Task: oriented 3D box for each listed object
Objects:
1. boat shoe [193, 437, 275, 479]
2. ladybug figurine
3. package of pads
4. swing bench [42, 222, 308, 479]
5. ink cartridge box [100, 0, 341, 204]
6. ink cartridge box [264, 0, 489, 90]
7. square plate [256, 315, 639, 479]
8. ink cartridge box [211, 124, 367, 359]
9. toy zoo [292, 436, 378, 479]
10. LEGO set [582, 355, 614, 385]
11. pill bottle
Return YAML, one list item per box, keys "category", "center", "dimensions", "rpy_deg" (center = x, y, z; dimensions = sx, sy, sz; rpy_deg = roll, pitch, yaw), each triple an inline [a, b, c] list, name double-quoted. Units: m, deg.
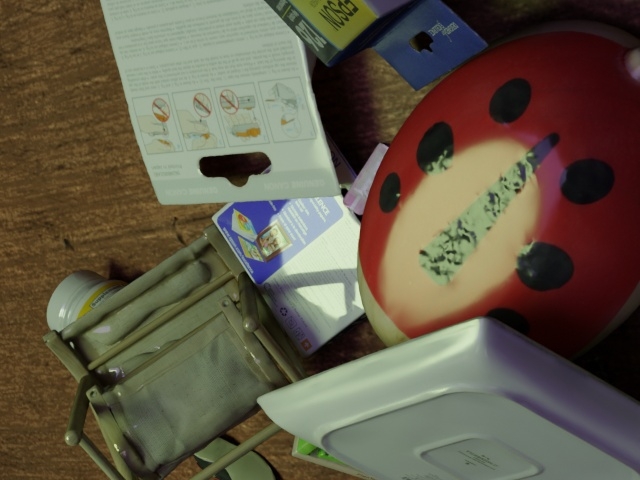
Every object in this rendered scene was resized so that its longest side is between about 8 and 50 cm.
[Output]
- category: "boat shoe"
  center: [-0.111, 0.295, 2.053]
  dimensions: [0.133, 0.049, 0.042]
  rpy_deg: [25, 150, 26]
- category: "ladybug figurine"
  center: [0.180, -0.025, 1.555]
  dimensions: [0.305, 0.162, 0.449]
  rpy_deg: [47, 128, 16]
- category: "package of pads"
  center: [0.060, -0.066, 1.719]
  dimensions: [0.032, 0.050, 0.083]
  rpy_deg: [34, 99, 14]
- category: "swing bench"
  center: [-0.165, 0.152, 1.853]
  dimensions: [0.165, 0.253, 0.255]
  rpy_deg: [55, -177, -29]
- category: "ink cartridge box"
  center: [-0.109, -0.239, 1.815]
  dimensions: [0.308, 0.091, 0.385]
  rpy_deg: [-2, 109, 42]
- category: "ink cartridge box"
  center: [-0.001, -0.254, 1.517]
  dimensions: [0.307, 0.072, 0.303]
  rpy_deg: [47, 172, -4]
- category: "square plate"
  center: [0.164, 0.205, 1.596]
  dimensions: [0.344, 0.347, 0.049]
  rpy_deg: [-25, 44, 45]
- category: "ink cartridge box"
  center: [0.000, 0.000, 1.822]
  dimensions: [0.208, 0.045, 0.206]
  rpy_deg: [-39, 79, 35]
- category: "toy zoo"
  center: [0.110, 0.201, 1.690]
  dimensions: [0.192, 0.030, 0.293]
  rpy_deg: [19, 149, -14]
- category: "LEGO set"
  center: [0.287, 0.149, 1.644]
  dimensions: [0.054, 0.023, 0.083]
  rpy_deg: [48, 145, 21]
- category: "pill bottle"
  center: [-0.251, 0.123, 2.060]
  dimensions: [0.208, 0.119, 0.119]
  rpy_deg: [27, 123, 33]
